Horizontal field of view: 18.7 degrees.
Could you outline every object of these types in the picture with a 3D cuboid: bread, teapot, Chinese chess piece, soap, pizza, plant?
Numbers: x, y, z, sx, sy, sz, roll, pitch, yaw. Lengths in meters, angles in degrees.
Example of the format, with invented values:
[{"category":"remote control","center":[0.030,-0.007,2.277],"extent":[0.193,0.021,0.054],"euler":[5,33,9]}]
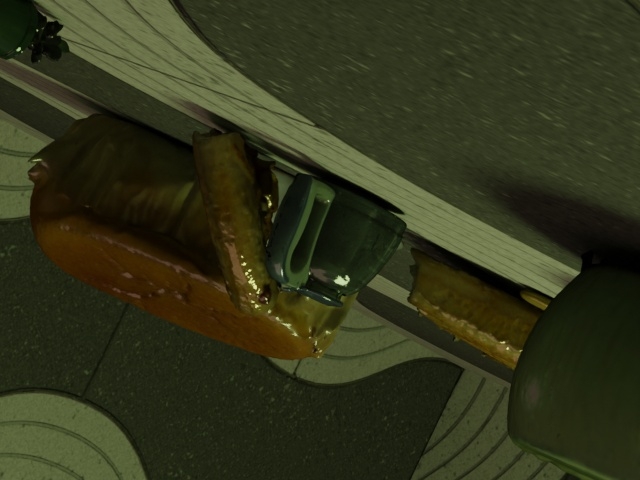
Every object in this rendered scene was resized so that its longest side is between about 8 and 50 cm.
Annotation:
[{"category":"bread","center":[-0.138,0.006,2.171],"extent":[0.388,0.183,0.236],"euler":[25,174,16]},{"category":"teapot","center":[0.010,0.004,1.704],"extent":[0.111,0.108,0.149],"euler":[24,177,-1]},{"category":"Chinese chess piece","center":[0.299,0.138,1.316],"extent":[0.349,0.146,0.349],"euler":[25,176,2]},{"category":"soap","center":[0.229,0.068,1.837],"extent":[0.089,0.012,0.034],"euler":[26,177,-2]},{"category":"pizza","center":[-0.066,-0.029,1.748],"extent":[0.062,0.182,0.161],"euler":[-10,-164,5]},{"category":"plant","center":[-0.228,-0.159,1.493],"extent":[0.051,0.051,0.102],"euler":[23,180,42]},{"category":"pizza","center":[0.180,0.083,1.986],"extent":[0.280,0.075,0.287],"euler":[31,177,-13]}]

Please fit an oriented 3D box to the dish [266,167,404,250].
[{"category":"dish","center":[-0.033,-0.014,1.958],"extent":[0.229,0.081,0.229],"euler":[26,176,2]}]
